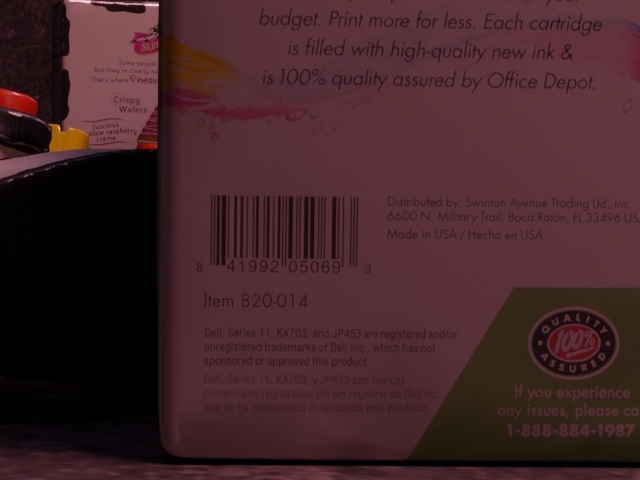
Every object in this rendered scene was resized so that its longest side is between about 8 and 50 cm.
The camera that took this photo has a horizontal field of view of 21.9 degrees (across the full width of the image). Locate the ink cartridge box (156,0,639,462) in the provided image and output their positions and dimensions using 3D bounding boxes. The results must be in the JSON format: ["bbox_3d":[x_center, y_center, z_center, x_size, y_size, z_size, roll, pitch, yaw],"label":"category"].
[{"bbox_3d":[0.038,-0.093,0.679,0.207,0.353,0.119,1,3,-3],"label":"ink cartridge box"}]

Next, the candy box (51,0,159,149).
[{"bbox_3d":[-0.128,-0.067,1.283,0.159,0.233,0.071,1,3,-17],"label":"candy box"}]

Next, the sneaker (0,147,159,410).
[{"bbox_3d":[-0.161,0.015,0.761,0.331,0.122,0.146,0,5,-30],"label":"sneaker"}]

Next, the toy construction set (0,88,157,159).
[{"bbox_3d":[-0.184,-0.009,0.933,0.328,0.151,0.215,-2,4,-43],"label":"toy construction set"}]
